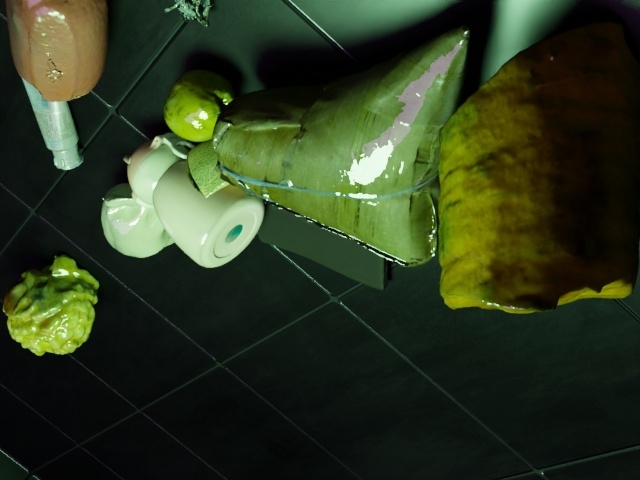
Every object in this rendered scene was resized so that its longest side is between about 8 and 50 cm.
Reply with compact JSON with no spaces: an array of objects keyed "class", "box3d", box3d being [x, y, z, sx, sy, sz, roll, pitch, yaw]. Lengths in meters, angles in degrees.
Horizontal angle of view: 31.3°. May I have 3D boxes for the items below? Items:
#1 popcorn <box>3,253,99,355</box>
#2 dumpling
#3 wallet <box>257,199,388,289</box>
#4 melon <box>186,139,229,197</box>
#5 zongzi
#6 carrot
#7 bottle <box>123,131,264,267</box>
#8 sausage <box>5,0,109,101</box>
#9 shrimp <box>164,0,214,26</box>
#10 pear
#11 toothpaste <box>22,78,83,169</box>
[{"class":"popcorn","box3d":[-0.561,0.142,2.410,0.218,0.189,0.169,6,146,27]},{"class":"dumpling","box3d":[-0.306,-0.035,2.030,0.166,0.126,0.216,3,134,-2]},{"class":"wallet","box3d":[0.000,0.000,1.873,0.244,0.025,0.124,20,144,20]},{"class":"melon","box3d":[-0.134,-0.135,1.739,0.128,0.160,0.079,-30,95,25]},{"class":"zongzi","box3d":[0.019,-0.174,1.497,0.356,0.174,0.393,21,143,16]},{"class":"carrot","box3d":[0.255,-0.062,1.335,0.241,0.340,0.241,5,165,1]},{"class":"bottle","box3d":[-0.218,-0.078,1.852,0.236,0.147,0.147,39,151,22]},{"class":"sausage","box3d":[-0.386,-0.323,1.682,0.152,0.152,0.279,28,145,9]},{"class":"shrimp","box3d":[-0.190,-0.353,1.546,0.082,0.076,0.174,43,154,29]},{"class":"pear","box3d":[-0.180,-0.200,1.701,0.131,0.107,0.107,10,142,54]},{"class":"toothpaste","box3d":[-0.465,-0.229,1.964,0.089,0.057,0.234,13,135,26]}]
